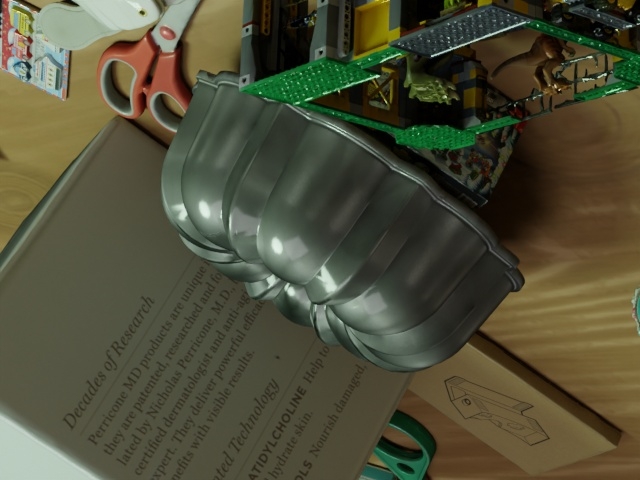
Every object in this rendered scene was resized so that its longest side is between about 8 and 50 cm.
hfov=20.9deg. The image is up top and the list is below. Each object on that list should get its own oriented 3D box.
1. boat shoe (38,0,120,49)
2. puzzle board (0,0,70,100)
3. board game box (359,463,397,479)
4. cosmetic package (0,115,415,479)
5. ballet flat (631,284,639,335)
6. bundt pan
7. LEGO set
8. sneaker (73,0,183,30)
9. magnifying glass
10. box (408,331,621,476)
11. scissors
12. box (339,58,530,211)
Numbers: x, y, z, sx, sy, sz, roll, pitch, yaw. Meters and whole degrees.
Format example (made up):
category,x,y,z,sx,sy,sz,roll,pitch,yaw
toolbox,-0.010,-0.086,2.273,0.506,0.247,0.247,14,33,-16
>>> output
category,x,y,z,sx,sy,sz,roll,pitch,yaw
boat shoe,-0.198,-0.198,1.509,0.125,0.038,0.046,-10,114,48
puzzle board,-0.280,-0.184,1.633,0.096,0.011,0.128,27,152,4
board game box,-0.001,0.372,2.212,0.253,0.079,0.336,15,149,25
cosmetic package,-0.176,0.154,1.757,0.393,0.327,0.329,35,151,-10
ballet flat,0.371,0.074,1.409,0.241,0.091,0.077,18,180,29
bundt pan,0.000,0.000,1.458,0.330,0.124,0.331,32,169,7
LEGO set,0.098,-0.195,1.160,0.255,0.192,0.331,9,166,-29
sneaker,-0.134,-0.246,1.202,0.169,0.108,0.292,37,156,-11
magnifying glass,0.102,0.264,2.000,0.092,0.026,0.231,12,148,29
box,0.183,0.166,1.771,0.201,0.021,0.164,35,151,-11
scissors,-0.144,-0.178,1.508,0.109,0.021,0.297,28,153,7
box,0.088,-0.098,1.351,0.137,0.094,0.027,34,150,-9
